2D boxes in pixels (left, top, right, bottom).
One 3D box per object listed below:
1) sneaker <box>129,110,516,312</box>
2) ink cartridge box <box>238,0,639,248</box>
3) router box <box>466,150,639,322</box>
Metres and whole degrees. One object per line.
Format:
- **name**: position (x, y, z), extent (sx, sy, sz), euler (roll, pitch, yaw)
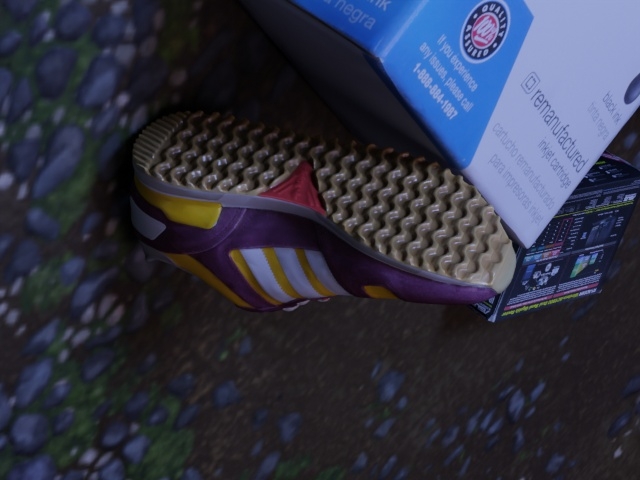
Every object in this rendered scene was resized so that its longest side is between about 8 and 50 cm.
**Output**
- **sneaker**: position (0.000, 0.000, 0.854), extent (0.084, 0.186, 0.069), euler (95, 18, -46)
- **ink cartridge box**: position (0.116, -0.182, 0.869), extent (0.307, 0.129, 0.223), euler (-52, 147, -4)
- **router box**: position (0.146, -0.004, 1.156), extent (0.122, 0.038, 0.092), euler (-11, 127, -47)
